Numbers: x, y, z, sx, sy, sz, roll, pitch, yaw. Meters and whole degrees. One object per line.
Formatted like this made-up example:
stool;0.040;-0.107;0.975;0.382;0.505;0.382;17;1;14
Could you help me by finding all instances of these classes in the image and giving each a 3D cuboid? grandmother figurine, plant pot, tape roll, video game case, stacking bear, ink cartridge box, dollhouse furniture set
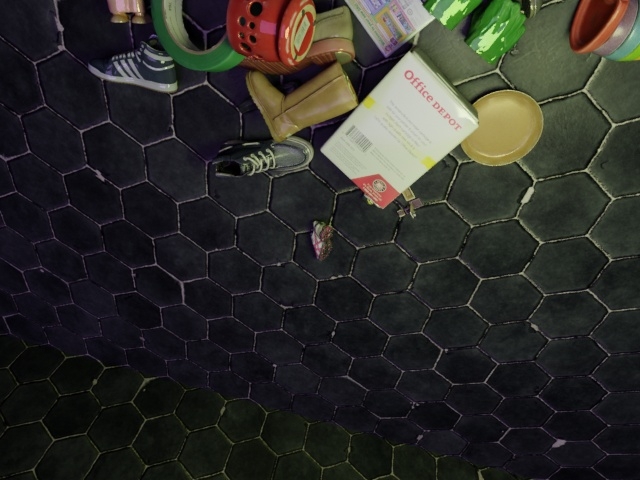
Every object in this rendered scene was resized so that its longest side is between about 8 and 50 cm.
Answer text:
grandmother figurine;-0.574;-0.802;1.169;0.207;0.104;0.343;-7;126;-16
plant pot;-0.114;-0.544;1.061;0.174;0.191;0.191;25;129;11
tape roll;-0.320;-0.641;1.164;0.321;0.077;0.322;7;109;22
plant pot;0.544;-0.341;1.277;0.236;0.032;0.236;6;127;8
video game case;0.194;-0.647;1.141;0.193;0.023;0.212;-31;115;30
stacking bear;0.789;-0.518;1.017;0.288;0.175;0.164;7;141;-2
ink cartridge box;0.235;-0.331;1.262;0.279;0.160;0.384;43;125;-9
dollhouse furniture set;0.292;-0.130;1.460;0.091;0.081;0.114;-22;118;26

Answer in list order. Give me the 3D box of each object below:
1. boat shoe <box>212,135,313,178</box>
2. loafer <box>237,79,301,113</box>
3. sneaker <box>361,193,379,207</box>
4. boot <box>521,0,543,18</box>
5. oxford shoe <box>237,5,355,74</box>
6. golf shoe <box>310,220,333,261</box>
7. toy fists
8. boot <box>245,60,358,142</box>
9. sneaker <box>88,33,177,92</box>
boat shoe;-0.200;-0.269;1.427;0.340;0.158;0.127;-1;126;14
loafer;-0.160;-0.441;1.342;0.223;0.076;0.078;-13;113;18
sneaker;0.184;-0.143;1.513;0.083;0.031;0.035;39;138;-11
boot;0.590;-0.633;0.989;0.208;0.076;0.190;-1;88;11
oxford shoe;-0.089;-0.577;1.219;0.396;0.140;0.147;2;94;19
golf shoe;0.000;0.000;1.646;0.086;0.067;0.186;34;139;28
toy fists;0.403;-0.593;1.082;0.279;0.096;0.142;32;126;-15
boot;-0.055;-0.439;1.218;0.269;0.089;0.236;-22;104;24
sneaker;-0.595;-0.578;1.329;0.282;0.099;0.153;12;133;-4
